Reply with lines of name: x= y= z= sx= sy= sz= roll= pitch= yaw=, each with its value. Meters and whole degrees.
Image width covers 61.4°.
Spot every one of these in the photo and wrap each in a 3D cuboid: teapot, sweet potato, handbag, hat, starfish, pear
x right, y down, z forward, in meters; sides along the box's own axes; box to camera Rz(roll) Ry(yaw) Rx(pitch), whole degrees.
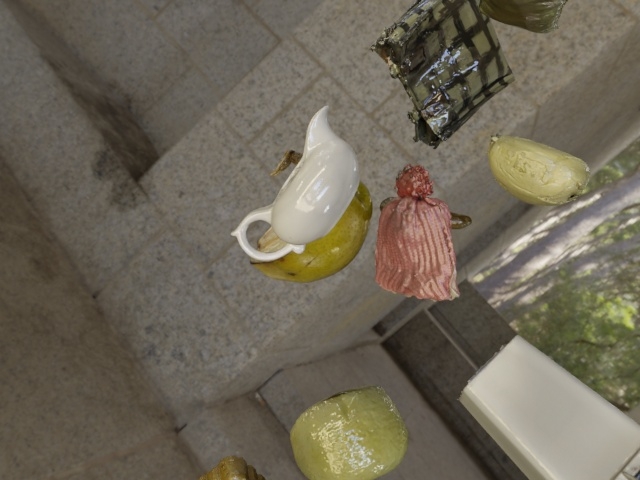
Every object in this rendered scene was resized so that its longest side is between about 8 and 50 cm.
teapot: x=-0.028 y=-0.084 z=0.956 sx=0.139 sy=0.298 sz=0.204 roll=32 pitch=4 yaw=-13
sweet potato: x=0.293 y=-0.073 z=1.542 sx=0.274 sy=0.075 sz=0.075 roll=12 pitch=-11 yaw=27
handbag: x=0.316 y=-0.460 z=1.377 sx=0.163 sy=0.327 sz=0.325 roll=12 pitch=-38 yaw=57
hat: x=0.202 y=-0.020 z=1.144 sx=0.107 sy=0.286 sz=0.237 roll=-8 pitch=9 yaw=-40
starfish: x=-0.068 y=-0.206 z=1.340 sx=0.130 sy=0.133 sz=0.041 roll=80 pitch=-1 yaw=-71
pear: x=0.000 y=0.000 z=1.546 sx=0.191 sy=0.386 sz=0.340 roll=46 pitch=32 yaw=-18

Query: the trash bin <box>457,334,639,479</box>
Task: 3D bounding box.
trash bin: x=0.483 y=0.387 z=1.106 sx=0.368 sy=0.256 sz=0.296 roll=45 pitch=-9 yaw=25

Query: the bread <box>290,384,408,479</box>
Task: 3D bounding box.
bread: x=0.080 y=0.543 z=1.491 sx=0.320 sy=0.321 sz=0.237 roll=32 pitch=39 yaw=-66

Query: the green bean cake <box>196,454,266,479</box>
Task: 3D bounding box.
green bean cake: x=-0.206 y=0.651 z=1.243 sx=0.229 sy=0.224 sz=0.131 roll=49 pitch=-7 yaw=-12

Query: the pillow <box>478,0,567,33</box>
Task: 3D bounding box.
pillow: x=0.409 y=-0.491 z=1.092 sx=0.185 sy=0.074 sz=0.302 roll=21 pitch=12 yaw=14

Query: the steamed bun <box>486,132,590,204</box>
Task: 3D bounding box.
steamed bun: x=0.586 y=-0.184 z=1.491 sx=0.273 sy=0.166 sz=0.232 roll=27 pitch=22 yaw=24
